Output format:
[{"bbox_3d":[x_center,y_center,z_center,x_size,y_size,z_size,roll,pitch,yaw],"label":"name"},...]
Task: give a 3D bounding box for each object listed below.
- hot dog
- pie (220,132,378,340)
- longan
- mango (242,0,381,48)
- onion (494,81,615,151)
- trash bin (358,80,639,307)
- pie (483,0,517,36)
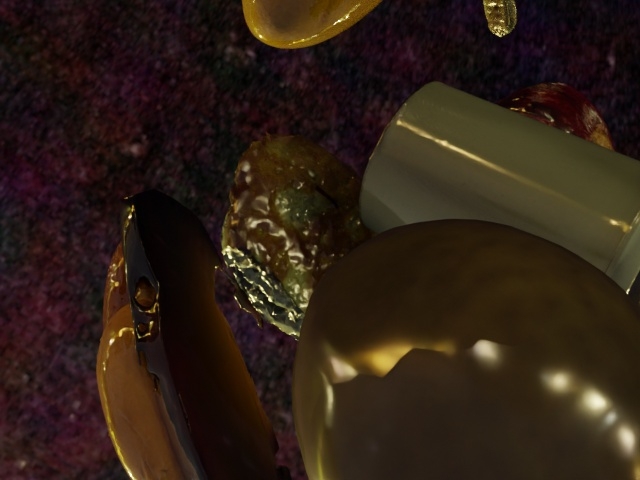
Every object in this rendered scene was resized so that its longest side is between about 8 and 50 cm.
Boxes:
[{"bbox_3d":[-0.129,0.131,0.953,0.107,0.326,0.194,-18,167,22],"label":"hot dog"},{"bbox_3d":[0.000,0.000,1.587,0.355,0.288,0.103,46,140,-15],"label":"pie"},{"bbox_3d":[0.083,0.087,0.521,0.198,0.198,0.212,-32,83,36],"label":"longan"},{"bbox_3d":[0.025,-0.235,0.678,0.138,0.253,0.113,29,176,27],"label":"mango"},{"bbox_3d":[0.373,-0.159,1.741,0.216,0.206,0.207,-14,102,43],"label":"onion"},{"bbox_3d":[0.296,-0.028,1.476,0.432,0.280,0.280,29,137,23],"label":"trash bin"},{"bbox_3d":[0.276,-0.358,1.643,0.020,0.084,0.084,-15,135,-19],"label":"pie"}]
